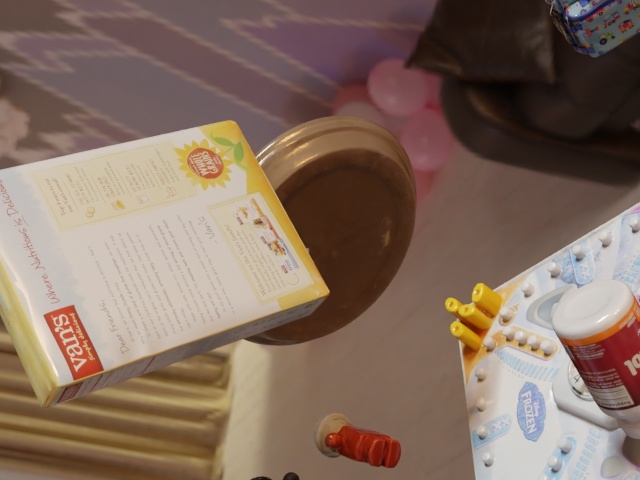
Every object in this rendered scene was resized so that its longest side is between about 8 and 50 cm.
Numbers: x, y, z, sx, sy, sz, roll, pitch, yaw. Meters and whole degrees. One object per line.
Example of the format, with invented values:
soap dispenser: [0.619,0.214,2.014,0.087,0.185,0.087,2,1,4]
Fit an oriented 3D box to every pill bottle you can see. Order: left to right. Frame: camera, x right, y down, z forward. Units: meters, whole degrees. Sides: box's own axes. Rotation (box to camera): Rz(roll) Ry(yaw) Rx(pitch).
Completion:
pill bottle: [0.300,0.121,1.216,0.086,0.152,0.086,-29,21,12]

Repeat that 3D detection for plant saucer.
plant saucer: [0.000,0.000,1.311,0.041,0.278,0.278,39,121,43]

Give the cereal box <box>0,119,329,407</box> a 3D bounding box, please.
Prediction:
cereal box: [-0.131,0.009,0.920,0.173,0.240,0.047,62,143,16]

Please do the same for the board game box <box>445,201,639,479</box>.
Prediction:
board game box: [0.306,0.136,1.340,0.390,0.050,0.390,-35,38,31]

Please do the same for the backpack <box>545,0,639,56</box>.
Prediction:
backpack: [0.398,-0.376,1.763,0.158,0.173,0.117,-28,42,11]

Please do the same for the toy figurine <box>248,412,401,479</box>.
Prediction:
toy figurine: [0.024,0.353,1.578,0.213,0.209,0.148,-41,24,-25]
